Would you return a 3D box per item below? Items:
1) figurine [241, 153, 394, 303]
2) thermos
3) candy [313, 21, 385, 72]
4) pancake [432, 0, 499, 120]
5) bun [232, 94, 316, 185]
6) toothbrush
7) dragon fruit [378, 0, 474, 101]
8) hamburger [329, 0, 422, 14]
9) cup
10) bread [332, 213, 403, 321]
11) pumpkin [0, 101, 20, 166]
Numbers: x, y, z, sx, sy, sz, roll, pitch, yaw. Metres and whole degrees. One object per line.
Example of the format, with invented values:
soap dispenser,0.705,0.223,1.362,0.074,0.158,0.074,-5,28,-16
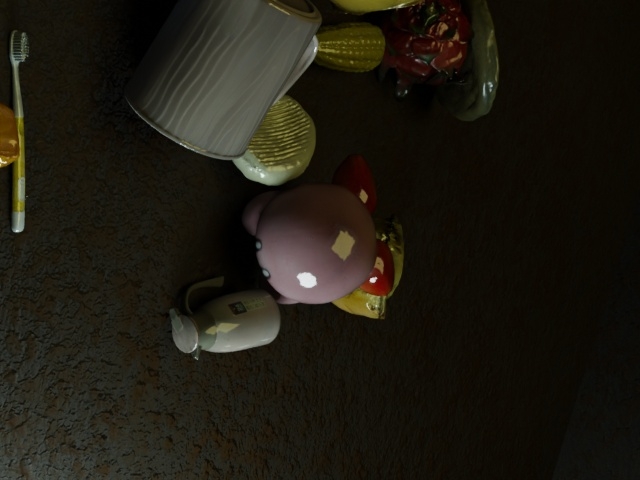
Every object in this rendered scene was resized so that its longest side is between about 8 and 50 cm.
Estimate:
figurine,0.008,-0.001,1.966,0.261,0.211,0.270,-13,97,-9
thermos,-0.179,0.133,1.936,0.193,0.105,0.137,-10,78,-47
candy,0.034,-0.373,2.140,0.199,0.106,0.094,-12,124,-46
pancake,0.305,-0.399,2.394,0.049,0.294,0.294,-10,106,-21
bun,-0.100,-0.180,1.976,0.183,0.102,0.183,11,66,-25
toothbrush,-0.430,-0.154,1.584,0.021,0.024,0.288,-9,103,-55
dragon fruit,0.213,-0.410,2.296,0.274,0.192,0.193,99,-6,-62
hamburger,0.113,-0.628,1.963,0.277,0.395,0.396,52,54,-44
cup,-0.124,-0.276,1.728,0.288,0.208,0.273,20,115,-32
bread,0.086,0.057,2.230,0.262,0.162,0.204,-36,125,-79
pumpkin,-0.496,-0.156,1.433,0.258,0.095,0.290,54,50,-39
